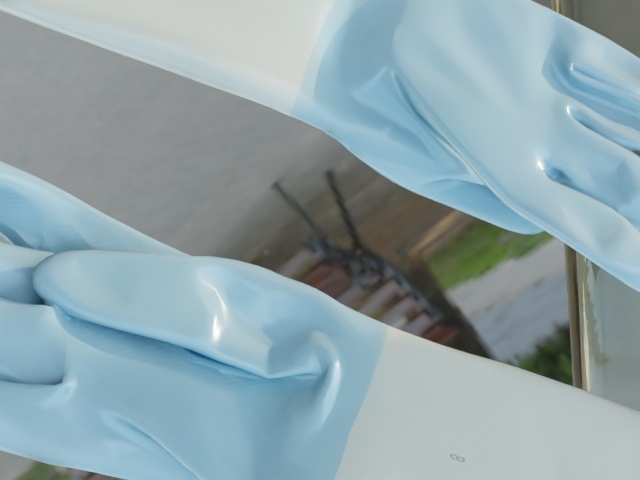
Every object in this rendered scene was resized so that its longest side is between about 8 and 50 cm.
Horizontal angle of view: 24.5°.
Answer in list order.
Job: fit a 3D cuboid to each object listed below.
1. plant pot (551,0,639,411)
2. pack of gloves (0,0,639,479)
[{"bbox_3d":[0.243,-0.049,0.635,0.281,0.323,0.323,-4,172,9],"label":"plant pot"},{"bbox_3d":[0.000,0.000,0.432,0.046,0.232,0.195,129,-16,-65],"label":"pack of gloves"}]
